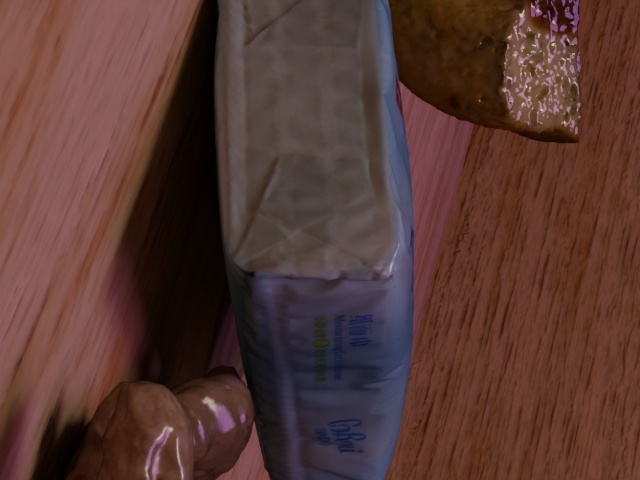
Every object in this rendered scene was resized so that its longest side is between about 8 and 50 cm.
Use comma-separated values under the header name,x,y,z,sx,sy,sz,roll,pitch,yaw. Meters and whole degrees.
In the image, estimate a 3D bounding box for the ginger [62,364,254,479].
name,x,y,z,sx,sy,sz,roll,pitch,yaw
ginger,-0.081,0.121,0.636,0.258,0.065,0.149,-127,-119,-90

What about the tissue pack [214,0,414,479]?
name,x,y,z,sx,sy,sz,roll,pitch,yaw
tissue pack,0.000,0.000,0.749,0.263,0.089,0.177,84,4,-61

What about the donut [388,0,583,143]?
name,x,y,z,sx,sy,sz,roll,pitch,yaw
donut,0.076,-0.199,0.941,0.112,0.151,0.295,-31,121,-61
